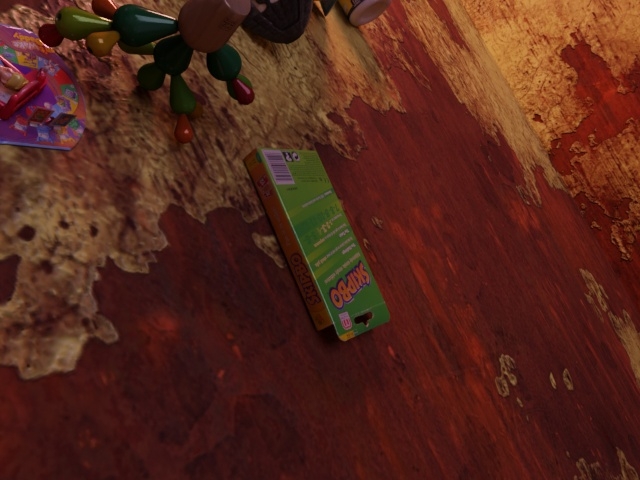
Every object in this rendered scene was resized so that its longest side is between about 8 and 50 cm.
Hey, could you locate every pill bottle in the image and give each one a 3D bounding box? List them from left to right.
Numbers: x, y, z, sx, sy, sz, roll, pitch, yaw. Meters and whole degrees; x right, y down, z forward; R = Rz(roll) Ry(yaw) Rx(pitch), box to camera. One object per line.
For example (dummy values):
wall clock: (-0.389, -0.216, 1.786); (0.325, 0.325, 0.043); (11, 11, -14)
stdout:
pill bottle: (0.068, -0.569, 1.123); (0.103, 0.103, 0.184); (-25, 84, -55)

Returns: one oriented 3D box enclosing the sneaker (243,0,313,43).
sneaker: (-0.111, -0.503, 0.836); (0.410, 0.158, 0.182); (65, 17, 1)

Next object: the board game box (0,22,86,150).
board game box: (-0.276, -0.147, 0.440); (0.169, 0.033, 0.133); (-3, 67, -53)

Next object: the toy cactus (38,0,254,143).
toy cactus: (-0.141, -0.188, 0.517); (0.219, 0.181, 0.112); (21, 62, -40)

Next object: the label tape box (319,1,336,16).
label tape box: (-0.033, -0.554, 0.869); (0.115, 0.348, 0.249); (-23, 93, -16)

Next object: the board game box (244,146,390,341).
board game box: (0.000, 0.000, 0.673); (0.124, 0.039, 0.259); (-10, 70, -53)
